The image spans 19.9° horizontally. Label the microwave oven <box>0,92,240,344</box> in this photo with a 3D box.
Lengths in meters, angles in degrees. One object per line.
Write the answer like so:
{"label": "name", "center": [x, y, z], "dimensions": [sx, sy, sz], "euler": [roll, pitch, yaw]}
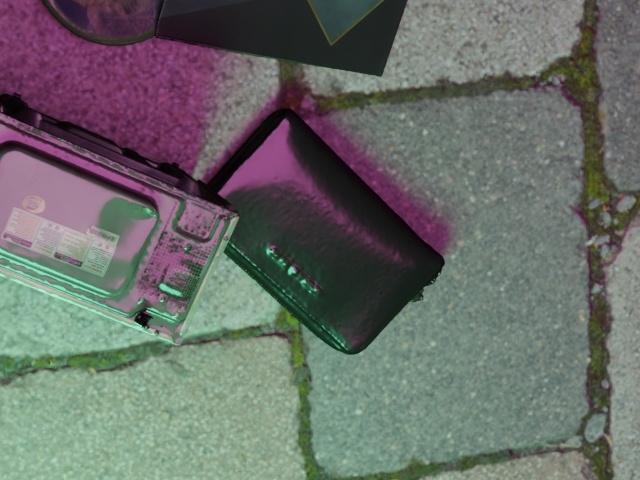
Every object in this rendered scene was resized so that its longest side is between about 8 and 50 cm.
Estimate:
{"label": "microwave oven", "center": [-0.218, -0.028, 1.611], "dimensions": [0.241, 0.194, 0.145], "euler": [24, 92, -21]}

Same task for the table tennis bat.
{"label": "table tennis bat", "center": [-0.209, -0.292, 1.638], "dimensions": [0.160, 0.039, 0.257], "euler": [-40, 115, -10]}

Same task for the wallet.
{"label": "wallet", "center": [0.000, 0.000, 1.777], "dimensions": [0.149, 0.044, 0.250], "euler": [-46, 113, -2]}

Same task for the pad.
{"label": "pad", "center": [-0.023, -0.245, 1.705], "dimensions": [0.243, 0.004, 0.163], "euler": [8, 113, -25]}
